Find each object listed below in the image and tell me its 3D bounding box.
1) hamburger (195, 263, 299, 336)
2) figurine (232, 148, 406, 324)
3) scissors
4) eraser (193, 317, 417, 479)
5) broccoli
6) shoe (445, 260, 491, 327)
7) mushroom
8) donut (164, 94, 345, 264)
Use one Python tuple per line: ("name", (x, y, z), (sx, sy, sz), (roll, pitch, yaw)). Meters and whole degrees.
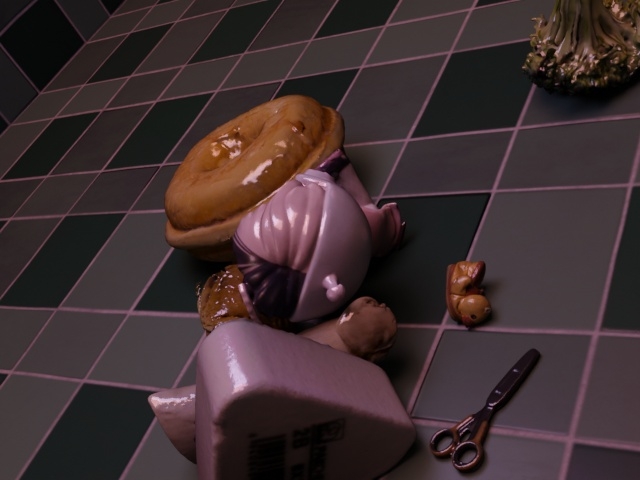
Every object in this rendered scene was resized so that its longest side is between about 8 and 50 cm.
("hamburger", (-0.122, 0.130, 1.438), (0.130, 0.183, 0.206), (-57, 32, 17))
("figurine", (0.000, -0.009, 1.392), (0.211, 0.253, 0.361), (7, 17, 21))
("scissors", (0.248, 0.237, 1.193), (0.220, 0.017, 0.088), (-46, 35, -18))
("eraser", (-0.065, 0.252, 1.159), (0.331, 0.331, 0.150), (-31, 36, 2))
("broccoli", (0.499, -0.396, 1.556), (0.263, 0.243, 0.247), (17, 44, 40))
("shoe", (0.238, 0.081, 1.336), (0.069, 0.072, 0.109), (-19, 38, 26))
("mushroom", (-0.055, 0.220, 1.310), (0.397, 0.177, 0.126), (-27, 54, -1))
("donut", (-0.138, -0.127, 1.719), (0.449, 0.198, 0.449), (-29, 27, 17))
